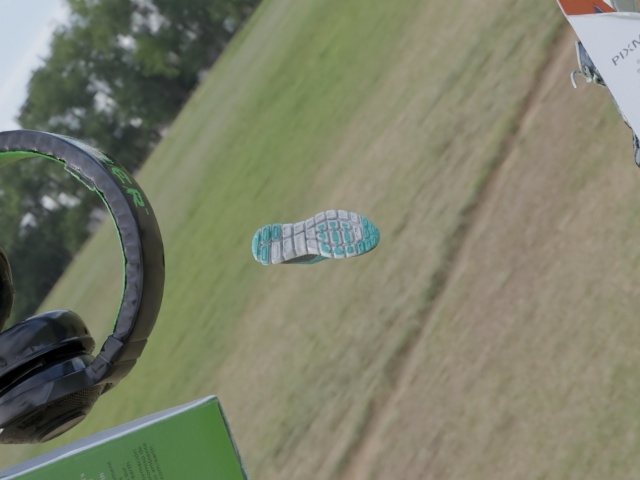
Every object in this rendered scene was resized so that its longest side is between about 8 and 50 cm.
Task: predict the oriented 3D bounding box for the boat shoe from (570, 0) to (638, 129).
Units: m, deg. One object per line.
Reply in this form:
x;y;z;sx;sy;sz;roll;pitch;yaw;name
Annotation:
0.335;-0.225;1.451;0.079;0.095;0.254;-35;58;36;boat shoe

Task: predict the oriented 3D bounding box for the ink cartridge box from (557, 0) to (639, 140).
0.184;-0.069;0.587;0.045;0.145;0.179;-41;41;27;ink cartridge box

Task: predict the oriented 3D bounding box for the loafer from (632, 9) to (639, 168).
0.339;-0.153;1.220;0.062;0.061;0.170;130;139;-87;loafer

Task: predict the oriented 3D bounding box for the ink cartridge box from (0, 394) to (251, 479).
-0.143;0.139;0.589;0.109;0.062;0.209;-22;-5;40;ink cartridge box

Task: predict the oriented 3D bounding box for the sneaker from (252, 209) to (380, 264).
0.000;0.000;1.591;0.076;0.166;0.065;23;-115;-68;sneaker

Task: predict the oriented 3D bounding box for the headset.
-0.289;0.088;1.129;0.394;0.243;0.185;-54;-15;9;headset
